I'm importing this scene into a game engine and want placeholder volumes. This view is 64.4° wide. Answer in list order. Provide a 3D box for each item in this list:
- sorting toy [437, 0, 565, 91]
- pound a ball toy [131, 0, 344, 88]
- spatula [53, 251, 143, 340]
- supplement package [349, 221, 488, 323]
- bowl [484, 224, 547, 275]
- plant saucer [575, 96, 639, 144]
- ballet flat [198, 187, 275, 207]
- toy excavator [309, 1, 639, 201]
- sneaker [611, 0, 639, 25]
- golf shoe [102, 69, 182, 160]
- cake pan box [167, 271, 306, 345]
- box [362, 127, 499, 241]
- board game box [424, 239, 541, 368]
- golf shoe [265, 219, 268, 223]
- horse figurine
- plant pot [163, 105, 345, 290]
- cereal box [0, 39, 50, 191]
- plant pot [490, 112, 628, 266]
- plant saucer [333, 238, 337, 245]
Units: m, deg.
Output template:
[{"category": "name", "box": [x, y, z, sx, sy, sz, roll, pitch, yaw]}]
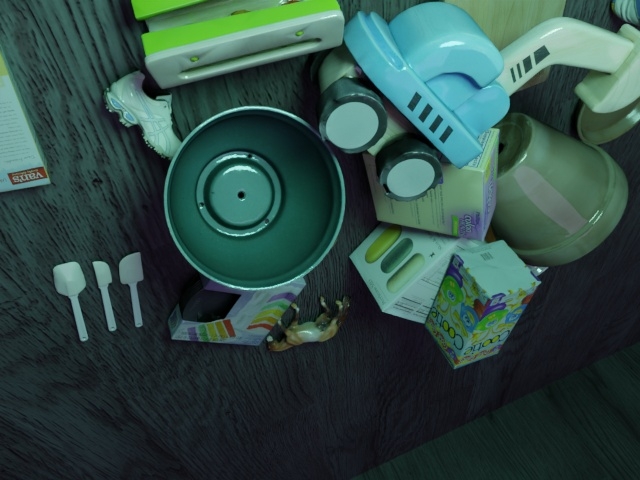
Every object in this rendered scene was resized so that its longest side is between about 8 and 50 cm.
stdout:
[{"category": "sorting toy", "box": [0.317, -0.395, 0.957, 0.255, 0.089, 0.257, -22, 140, -9]}, {"category": "pound a ball toy", "box": [-0.102, -0.357, 0.725, 0.318, 0.208, 0.136, -15, 176, -3]}, {"category": "spatula", "box": [-0.465, 0.124, 1.092, 0.168, 0.019, 0.242, -14, 139, -26]}, {"category": "supplement package", "box": [0.256, 0.041, 1.285, 0.198, 0.199, 0.263, 21, 119, -43]}, {"category": "bowl", "box": [0.592, 0.021, 1.500, 0.289, 0.156, 0.290, -17, 139, -15]}, {"category": "plant saucer", "box": [0.759, -0.369, 1.284, 0.277, 0.041, 0.278, -17, 139, -15]}, {"category": "ballet flat", "box": [-0.171, -0.095, 1.020, 0.168, 0.057, 0.052, -10, 165, -16]}, {"category": "toy excavator", "box": [0.261, -0.266, 0.829, 0.432, 0.223, 0.445, 34, 123, -32]}, {"category": "sneaker", "box": [0.693, -0.562, 0.976, 0.111, 0.131, 0.297, -13, 136, -17]}, {"category": "golf shoe", "box": [-0.265, -0.199, 0.836, 0.086, 0.069, 0.176, -40, 140, 3]}, {"category": "cake pan box", "box": [-0.205, 0.147, 1.228, 0.266, 0.070, 0.246, 16, 120, -40]}, {"category": "box", "box": [0.233, -0.128, 1.057, 0.117, 0.242, 0.214, -61, 150, -28]}, {"category": "board game box", "box": [0.374, 0.156, 1.208, 0.144, 0.142, 0.275, -14, 138, -20]}, {"category": "golf shoe", "box": [-0.113, -0.025, 1.117, 0.086, 0.067, 0.186, -54, 140, -21]}, {"category": "horse figurine", "box": [-0.027, 0.237, 1.428, 0.263, 0.066, 0.175, -13, 132, -15]}, {"category": "plant pot", "box": [-0.128, -0.077, 0.898, 0.292, 0.196, 0.294, -3, 99, -19]}, {"category": "cereal box", "box": [-0.515, -0.170, 0.729, 0.172, 0.047, 0.240, -13, 138, -19]}, {"category": "plant pot", "box": [0.487, -0.139, 1.191, 0.280, 0.323, 0.323, 30, 114, -28]}, {"category": "plant saucer", "box": [0.000, 0.000, 1.235, 0.083, 0.015, 0.084, -17, 139, -15]}]
